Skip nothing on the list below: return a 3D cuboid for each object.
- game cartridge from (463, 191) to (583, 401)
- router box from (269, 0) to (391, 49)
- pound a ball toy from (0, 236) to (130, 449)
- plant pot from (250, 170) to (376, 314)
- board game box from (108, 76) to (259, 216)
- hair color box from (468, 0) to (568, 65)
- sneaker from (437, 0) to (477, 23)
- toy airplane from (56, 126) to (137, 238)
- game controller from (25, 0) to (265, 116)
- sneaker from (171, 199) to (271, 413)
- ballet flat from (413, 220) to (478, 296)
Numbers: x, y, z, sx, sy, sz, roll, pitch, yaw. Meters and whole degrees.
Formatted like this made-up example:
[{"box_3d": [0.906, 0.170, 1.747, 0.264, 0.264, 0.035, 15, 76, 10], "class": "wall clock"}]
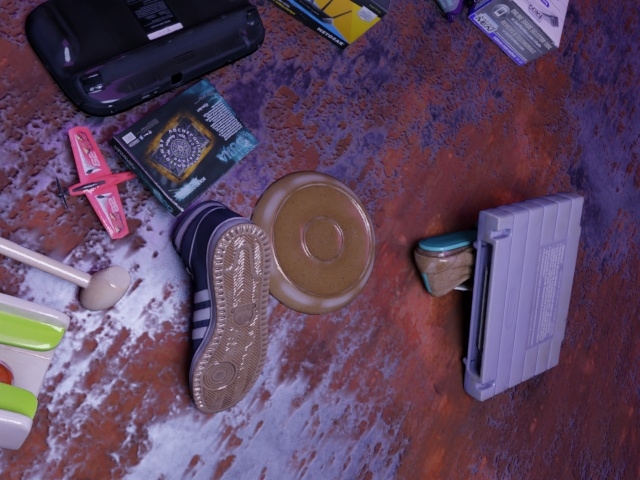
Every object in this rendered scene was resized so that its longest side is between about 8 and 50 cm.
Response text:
[{"box_3d": [0.367, 0.099, 0.924, 0.230, 0.068, 0.354, -14, 114, -32], "class": "game cartridge"}, {"box_3d": [0.006, -0.399, 0.817, 0.179, 0.133, 0.046, 24, 71, -25], "class": "router box"}, {"box_3d": [-0.394, 0.089, 0.531, 0.319, 0.136, 0.208, 23, 46, -26], "class": "pound a ball toy"}, {"box_3d": [0.000, 0.000, 0.814, 0.236, 0.032, 0.236, 5, 79, -30], "class": "plant pot"}, {"box_3d": [-0.180, -0.134, 0.706, 0.126, 0.026, 0.186, 51, 48, -15], "class": "board game box"}, {"box_3d": [0.461, -0.589, 1.130, 0.185, 0.110, 0.338, 30, 67, -25], "class": "hair color box"}, {"box_3d": [0.314, -0.546, 1.063, 0.224, 0.083, 0.098, -42, 117, -18], "class": "sneaker"}, {"box_3d": [-0.269, -0.083, 0.669, 0.151, 0.028, 0.151, 1, 87, -33], "class": "toy airplane"}, {"box_3d": [-0.230, -0.298, 0.716, 0.319, 0.067, 0.166, -37, 87, -30], "class": "game controller"}, {"box_3d": [-0.143, 0.083, 0.691, 0.099, 0.153, 0.282, -3, 115, -33], "class": "sneaker"}, {"box_3d": [0.318, 0.024, 0.962, 0.342, 0.116, 0.124, -19, 113, -31], "class": "ballet flat"}]
